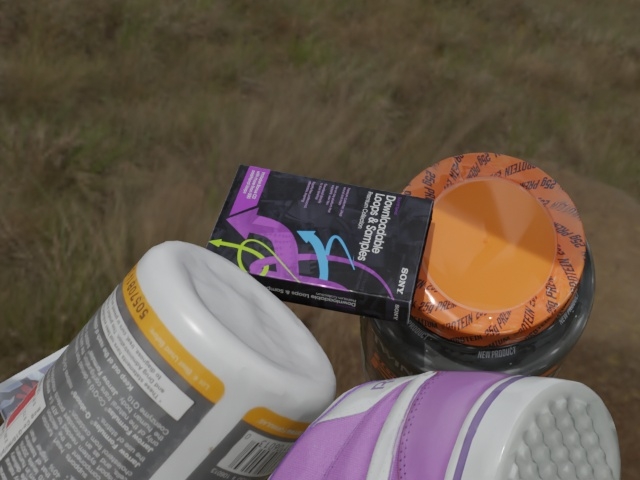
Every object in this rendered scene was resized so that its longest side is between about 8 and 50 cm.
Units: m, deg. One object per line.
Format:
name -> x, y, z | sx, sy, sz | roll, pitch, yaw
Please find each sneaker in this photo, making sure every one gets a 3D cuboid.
sneaker -> 0.019, 0.190, 0.455 | 0.102, 0.282, 0.161 | 34, -24, -35

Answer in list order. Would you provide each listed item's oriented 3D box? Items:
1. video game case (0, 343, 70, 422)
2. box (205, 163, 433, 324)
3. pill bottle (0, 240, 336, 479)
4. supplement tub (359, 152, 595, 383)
video game case -> -0.203, 0.179, 1.116 | 0.183, 0.201, 0.023 | 61, 2, 14
box -> 0.000, 0.000, 0.869 | 0.162, 0.029, 0.116 | 11, 46, 6
pill bottle -> -0.133, 0.149, 0.762 | 0.162, 0.278, 0.162 | 40, 12, -10
supplement tub -> 0.139, 0.063, 1.060 | 0.207, 0.338, 0.207 | -1, 67, 3
